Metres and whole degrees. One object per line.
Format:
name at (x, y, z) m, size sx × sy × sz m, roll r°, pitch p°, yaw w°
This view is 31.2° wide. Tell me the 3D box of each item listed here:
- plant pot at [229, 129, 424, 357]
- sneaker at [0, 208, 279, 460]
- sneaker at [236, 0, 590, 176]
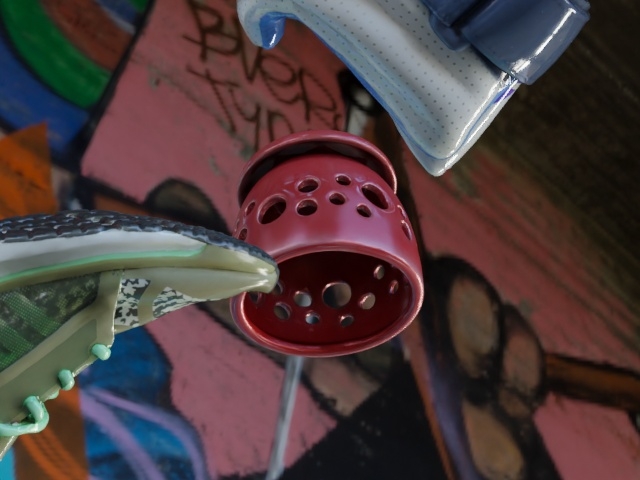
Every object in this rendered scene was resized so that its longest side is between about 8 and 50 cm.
plant pot at (0.000, 0.000, 1.162) m, size 0.191 × 0.174 × 0.191 m, roll -4°, pitch -41°, yaw -3°
sneaker at (-0.228, 0.080, 0.818) m, size 0.410 × 0.158 × 0.182 m, roll -9°, pitch -80°, yaw -14°
sneaker at (0.120, -0.128, 0.468) m, size 0.322 × 0.130 × 0.236 m, roll 15°, pitch -64°, yaw -6°
